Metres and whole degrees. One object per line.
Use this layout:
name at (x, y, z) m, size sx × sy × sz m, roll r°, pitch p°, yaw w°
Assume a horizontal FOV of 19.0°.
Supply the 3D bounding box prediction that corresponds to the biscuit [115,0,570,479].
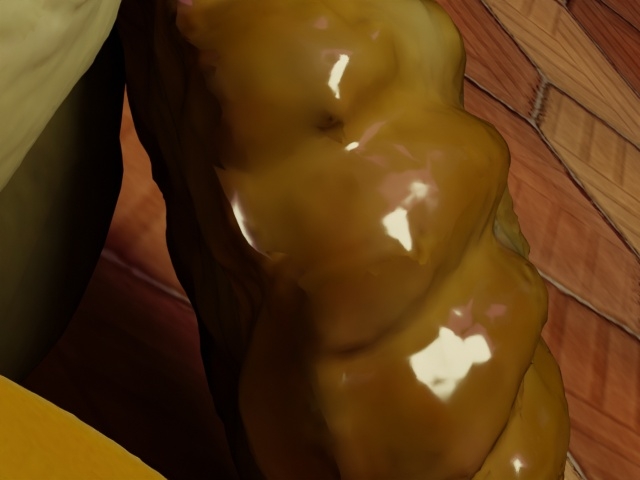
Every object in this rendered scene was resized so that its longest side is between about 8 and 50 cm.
biscuit at (0.000, 0.000, 0.631) m, size 0.326 × 0.107 × 0.326 m, roll 162°, pitch -90°, yaw -81°

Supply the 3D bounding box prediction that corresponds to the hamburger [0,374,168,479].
hamburger at (-0.078, 0.150, 0.295) m, size 0.300 × 0.176 × 0.300 m, roll 42°, pitch 14°, yaw -13°

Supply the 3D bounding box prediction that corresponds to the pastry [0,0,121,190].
pastry at (-0.162, -0.082, 0.378) m, size 0.265 × 0.265 × 0.133 m, roll 41°, pitch 2°, yaw -14°

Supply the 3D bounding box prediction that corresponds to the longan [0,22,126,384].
longan at (-0.139, -0.030, 0.556) m, size 0.189 × 0.189 × 0.189 m, roll 39°, pitch 22°, yaw -19°
